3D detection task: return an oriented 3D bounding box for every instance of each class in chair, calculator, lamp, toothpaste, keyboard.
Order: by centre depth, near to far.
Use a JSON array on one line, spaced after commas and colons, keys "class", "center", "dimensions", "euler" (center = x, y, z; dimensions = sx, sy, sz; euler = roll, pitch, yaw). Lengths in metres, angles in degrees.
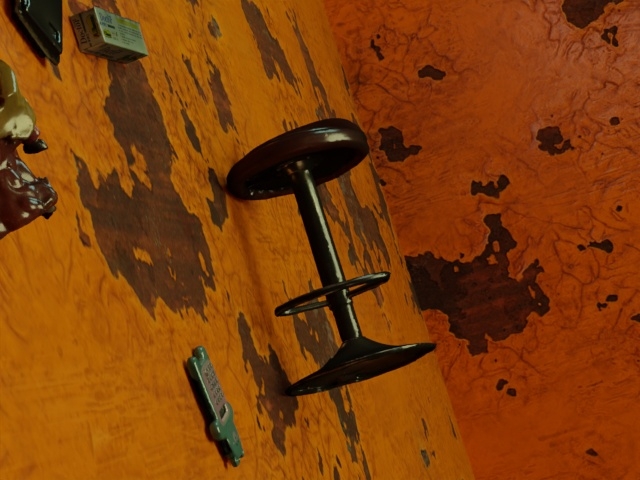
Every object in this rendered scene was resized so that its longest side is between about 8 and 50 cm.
[{"class": "lamp", "center": [-0.287, -0.109, 1.002], "dimensions": [0.118, 0.118, 0.253], "euler": [-82, 148, -67]}, {"class": "keyboard", "center": [-0.298, -0.286, 1.453], "dimensions": [0.093, 0.025, 0.230], "euler": [58, 17, -46]}, {"class": "calculator", "center": [-0.118, 0.191, 1.566], "dimensions": [0.094, 0.019, 0.141], "euler": [-66, 136, -78]}, {"class": "toothpaste", "center": [-0.245, -0.241, 1.612], "dimensions": [0.164, 0.034, 0.046], "euler": [-12, 84, -79]}, {"class": "chair", "center": [0.000, 0.000, 1.952], "dimensions": [0.226, 0.226, 0.401], "euler": [33, 38, -73]}]
